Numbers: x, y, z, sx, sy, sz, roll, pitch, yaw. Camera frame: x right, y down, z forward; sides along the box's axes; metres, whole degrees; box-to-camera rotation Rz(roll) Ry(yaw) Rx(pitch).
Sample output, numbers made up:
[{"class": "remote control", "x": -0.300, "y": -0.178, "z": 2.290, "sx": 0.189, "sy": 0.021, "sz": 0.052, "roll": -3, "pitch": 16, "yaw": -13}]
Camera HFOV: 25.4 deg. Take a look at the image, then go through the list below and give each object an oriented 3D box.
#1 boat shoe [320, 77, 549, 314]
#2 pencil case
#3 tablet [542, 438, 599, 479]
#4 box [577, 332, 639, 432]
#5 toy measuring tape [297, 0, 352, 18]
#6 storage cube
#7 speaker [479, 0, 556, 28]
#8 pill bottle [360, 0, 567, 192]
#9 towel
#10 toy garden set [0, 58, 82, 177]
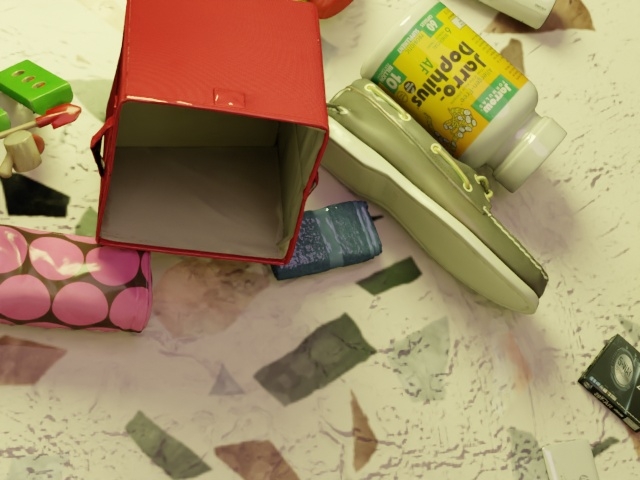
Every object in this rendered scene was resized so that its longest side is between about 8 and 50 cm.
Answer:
[{"class": "boat shoe", "x": 0.122, "y": -0.047, "z": 1.461, "sx": 0.305, "sy": 0.109, "sz": 0.091, "roll": 41, "pitch": 71, "yaw": 6}, {"class": "pencil case", "x": -0.262, "y": 0.031, "z": 1.346, "sx": 0.209, "sy": 0.095, "sz": 0.098, "roll": 9, "pitch": 54, "yaw": -14}, {"class": "tablet", "x": 0.259, "y": 0.246, "z": 1.446, "sx": 0.054, "sy": 0.006, "sz": 0.083, "roll": -7, "pitch": 73, "yaw": -17}, {"class": "box", "x": 0.321, "y": 0.149, "z": 1.489, "sx": 0.083, "sy": 0.018, "sz": 0.067, "roll": 42, "pitch": 67, "yaw": 3}, {"class": "toy measuring tape", "x": 0.039, "y": -0.331, "z": 1.539, "sx": 0.330, "sy": 0.121, "sz": 0.121, "roll": -36, "pitch": 83, "yaw": -23}, {"class": "storage cube", "x": -0.108, "y": -0.115, "z": 1.352, "sx": 0.215, "sy": 0.183, "sz": 0.193, "roll": 7, "pitch": 44, "yaw": -11}, {"class": "speaker", "x": 0.196, "y": -0.290, "z": 1.597, "sx": 0.136, "sy": 0.055, "sz": 0.055, "roll": 25, "pitch": 66, "yaw": -4}, {"class": "pill bottle", "x": 0.154, "y": -0.150, "z": 1.501, "sx": 0.208, "sy": 0.117, "sz": 0.117, "roll": 43, "pitch": 66, "yaw": 3}, {"class": "towel", "x": 0.000, "y": 0.000, "z": 1.455, "sx": 0.119, "sy": 0.029, "sz": 0.067, "roll": -13, "pitch": 74, "yaw": -19}, {"class": "toy garden set", "x": -0.336, "y": -0.077, "z": 1.333, "sx": 0.244, "sy": 0.204, "sz": 0.049, "roll": -30, "pitch": 123, "yaw": -22}]
